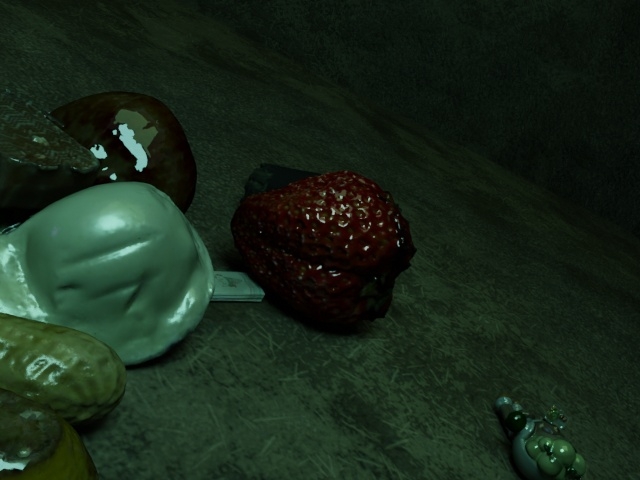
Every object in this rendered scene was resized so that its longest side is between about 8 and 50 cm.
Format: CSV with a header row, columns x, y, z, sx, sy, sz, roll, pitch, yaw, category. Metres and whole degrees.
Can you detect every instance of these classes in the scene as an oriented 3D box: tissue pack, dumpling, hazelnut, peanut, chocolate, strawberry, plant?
x,y,z,sx,sy,sz,roll,pitch,yaw,category
-0.142,0.070,0.993,0.108,0.023,0.056,4,35,-44,tissue pack
-0.258,0.047,0.793,0.227,0.243,0.175,63,-10,10,dumpling
-0.296,-0.118,0.951,0.233,0.218,0.218,32,24,9,hazelnut
-0.301,0.123,0.623,0.225,0.095,0.108,20,22,-20,peanut
-0.392,-0.110,0.803,0.214,0.093,0.148,38,24,20,chocolate
0.000,0.000,1.038,0.288,0.250,0.239,11,26,-1,strawberry
-0.022,-0.056,1.236,0.256,0.142,0.164,27,23,2,plant

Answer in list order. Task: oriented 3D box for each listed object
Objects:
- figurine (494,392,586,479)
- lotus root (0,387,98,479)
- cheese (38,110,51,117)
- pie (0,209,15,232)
x,y,z,sx,sy,sz,roll,pitch,yaw,category
0.335,0.302,0.995,0.147,0.093,0.197,34,21,-18,figurine
-0.255,0.178,0.474,0.188,0.180,0.199,1,37,-41,lotus root
-0.537,-0.215,1.073,0.255,0.050,0.127,1,36,-47,cheese
-0.524,-0.064,0.762,0.371,0.078,0.296,39,23,17,pie
